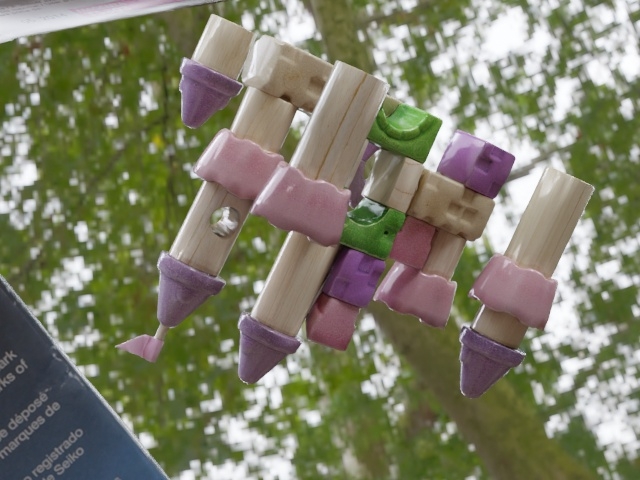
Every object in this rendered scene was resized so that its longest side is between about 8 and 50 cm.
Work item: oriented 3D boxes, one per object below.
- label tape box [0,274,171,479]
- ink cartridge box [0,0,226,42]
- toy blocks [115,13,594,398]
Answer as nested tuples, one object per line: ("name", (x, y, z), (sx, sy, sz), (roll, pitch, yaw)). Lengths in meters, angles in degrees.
("label tape box", (-0.215, 0.095, 0.532), (0.240, 0.106, 0.334), (-42, -56, -15))
("ink cartridge box", (-0.145, -0.241, 0.888), (0.234, 0.193, 0.088), (-5, -5, 24))
("toy blocks", (0.000, 0.000, 1.123), (0.288, 0.309, 0.260), (21, -84, -35))
